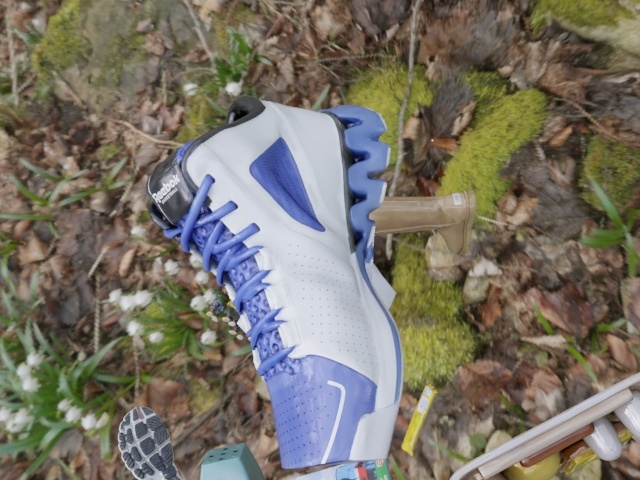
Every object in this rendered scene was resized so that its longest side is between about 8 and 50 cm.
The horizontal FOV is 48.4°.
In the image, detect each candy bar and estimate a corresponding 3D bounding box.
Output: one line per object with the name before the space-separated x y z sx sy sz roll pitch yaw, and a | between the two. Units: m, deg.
candy bar | 0.218 0.395 1.571 0.018 0.040 0.161 19 95 -31

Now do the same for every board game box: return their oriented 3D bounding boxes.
board game box | 0.038 0.504 1.333 0.212 0.160 0.039 -19 135 7

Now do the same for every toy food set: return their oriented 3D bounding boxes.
toy food set | 0.274 0.271 0.809 0.306 0.219 0.092 -25 60 -5

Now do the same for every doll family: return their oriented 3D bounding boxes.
doll family | -0.189 0.180 1.792 0.076 0.111 0.193 -20 125 45

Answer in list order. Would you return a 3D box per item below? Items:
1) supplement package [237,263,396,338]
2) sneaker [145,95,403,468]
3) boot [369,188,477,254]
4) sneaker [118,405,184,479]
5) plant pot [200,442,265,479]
supplement package | -0.010 0.154 1.626 0.293 0.175 0.177 -27 111 38
sneaker | -0.047 0.014 0.552 0.182 0.127 0.315 12 62 -26
boot | 0.221 -0.039 1.694 0.270 0.236 0.089 -5 53 0
sneaker | -0.358 0.498 1.544 0.107 0.118 0.279 -22 77 -21
plant pot | -0.229 0.674 1.893 0.166 0.166 0.234 -13 95 4
